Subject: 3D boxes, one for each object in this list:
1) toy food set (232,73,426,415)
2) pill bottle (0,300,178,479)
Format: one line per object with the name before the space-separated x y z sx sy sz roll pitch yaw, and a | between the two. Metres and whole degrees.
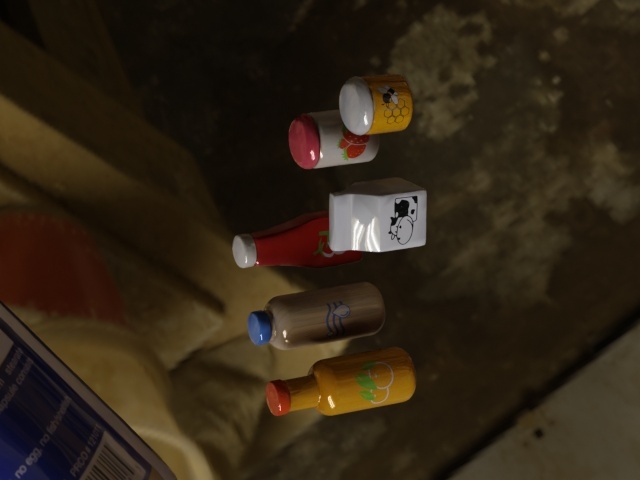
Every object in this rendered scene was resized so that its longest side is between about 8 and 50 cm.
toy food set | 0.000 0.000 0.994 0.104 0.111 0.232 -9 110 -25
pill bottle | -0.205 0.086 0.695 0.153 0.153 0.265 -38 107 10
